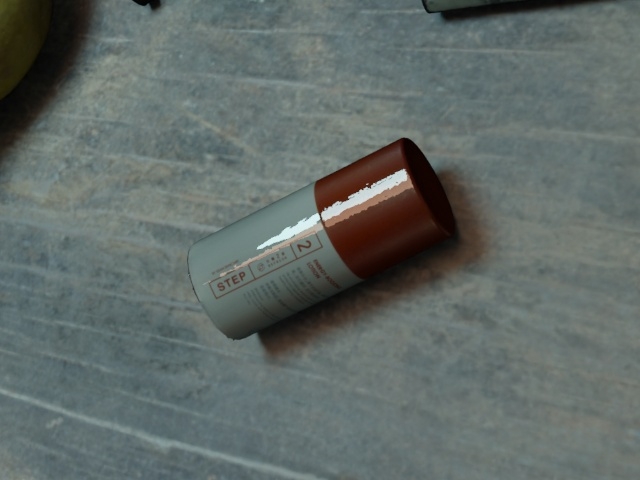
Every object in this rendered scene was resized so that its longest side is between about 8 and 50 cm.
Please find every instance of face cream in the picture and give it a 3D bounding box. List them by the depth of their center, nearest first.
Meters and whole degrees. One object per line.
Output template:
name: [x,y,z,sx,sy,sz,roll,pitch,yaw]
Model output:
face cream: [0.000,0.000,0.982,0.214,0.096,0.096,-26,63,18]

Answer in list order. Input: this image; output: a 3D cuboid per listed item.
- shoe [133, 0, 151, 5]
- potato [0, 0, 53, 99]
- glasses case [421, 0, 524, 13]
shoe: [-0.228,-0.319,1.229,0.049,0.071,0.179,-29,66,22]
potato: [-0.416,-0.180,1.197,0.295,0.290,0.397,-10,87,-4]
glasses case: [0.225,-0.263,0.962,0.299,0.060,0.114,-3,94,28]
